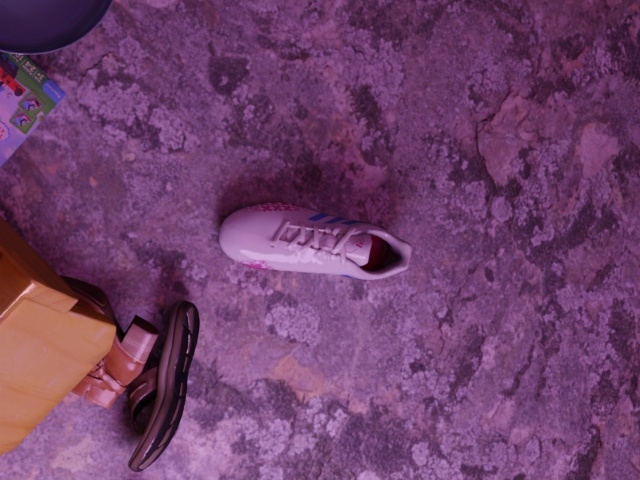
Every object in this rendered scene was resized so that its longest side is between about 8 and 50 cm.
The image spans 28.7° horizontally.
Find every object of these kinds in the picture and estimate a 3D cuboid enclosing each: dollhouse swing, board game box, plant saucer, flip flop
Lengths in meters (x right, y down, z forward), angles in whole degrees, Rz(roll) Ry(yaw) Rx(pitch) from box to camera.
[{"bbox_3d":[-0.520,0.123,1.766,0.315,0.305,0.347,44,95,8],"label":"dollhouse swing"},{"bbox_3d":[-0.506,-0.194,1.852,0.160,0.039,0.211,44,73,-22],"label":"board game box"},{"bbox_3d":[-0.454,-0.424,1.848,0.318,0.044,0.317,5,80,-28],"label":"plant saucer"},{"bbox_3d":[-0.259,0.226,1.972,0.080,0.112,0.277,11,85,10],"label":"flip flop"}]

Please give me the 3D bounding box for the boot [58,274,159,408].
[{"bbox_3d":[-0.364,0.156,1.925,0.197,0.073,0.152,34,102,1],"label":"boot"}]

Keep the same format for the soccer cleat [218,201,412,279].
[{"bbox_3d":[0.000,0.000,2.070,0.331,0.143,0.116,7,88,-28],"label":"soccer cleat"}]
